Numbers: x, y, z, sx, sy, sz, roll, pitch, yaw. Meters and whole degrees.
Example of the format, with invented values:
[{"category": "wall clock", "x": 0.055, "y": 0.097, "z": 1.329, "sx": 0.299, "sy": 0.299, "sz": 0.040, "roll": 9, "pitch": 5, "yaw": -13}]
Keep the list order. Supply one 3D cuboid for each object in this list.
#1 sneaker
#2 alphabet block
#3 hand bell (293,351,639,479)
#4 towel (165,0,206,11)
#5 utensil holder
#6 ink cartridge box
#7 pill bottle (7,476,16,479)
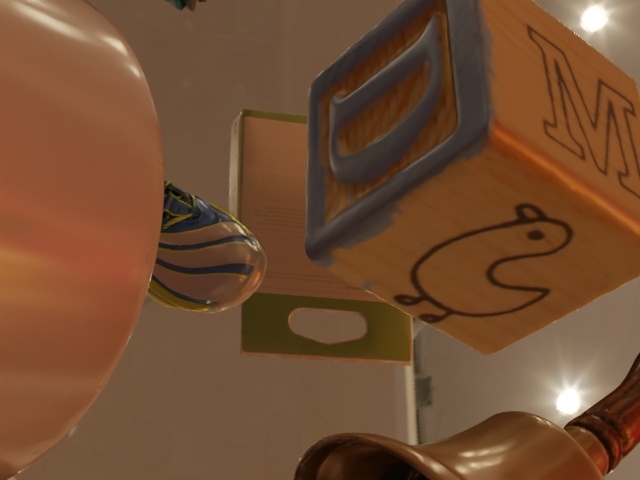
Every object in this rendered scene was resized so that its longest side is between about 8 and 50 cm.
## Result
[{"category": "sneaker", "x": -0.153, "y": -0.024, "z": 0.869, "sx": 0.240, "sy": 0.126, "sz": 0.091, "roll": 22, "pitch": -106, "yaw": 36}, {"category": "alphabet block", "x": 0.120, "y": -0.059, "z": 0.847, "sx": 0.197, "sy": 0.193, "sz": 0.192, "roll": 28, "pitch": -44, "yaw": -30}, {"category": "hand bell", "x": 0.117, "y": 0.081, "z": 0.466, "sx": 0.126, "sy": 0.242, "sz": 0.126, "roll": 29, "pitch": -47, "yaw": 37}, {"category": "towel", "x": -0.273, "y": -0.367, "z": 1.055, "sx": 0.271, "sy": 0.370, "sz": 0.040, "roll": 26, "pitch": -103, "yaw": 20}, {"category": "utensil holder", "x": -0.307, "y": -0.046, "z": 0.490, "sx": 0.327, "sy": 0.385, "sz": 0.328, "roll": -9, "pitch": -106, "yaw": 33}, {"category": "ink cartridge box", "x": 0.000, "y": 0.000, "z": 1.047, "sx": 0.171, "sy": 0.056, "sz": 0.235, "roll": 5, "pitch": -105, "yaw": -18}, {"category": "pill bottle", "x": -0.274, "y": 0.356, "z": 0.808, "sx": 0.224, "sy": 0.224, "sz": 0.392, "roll": -57, "pitch": -139, "yaw": 25}]
